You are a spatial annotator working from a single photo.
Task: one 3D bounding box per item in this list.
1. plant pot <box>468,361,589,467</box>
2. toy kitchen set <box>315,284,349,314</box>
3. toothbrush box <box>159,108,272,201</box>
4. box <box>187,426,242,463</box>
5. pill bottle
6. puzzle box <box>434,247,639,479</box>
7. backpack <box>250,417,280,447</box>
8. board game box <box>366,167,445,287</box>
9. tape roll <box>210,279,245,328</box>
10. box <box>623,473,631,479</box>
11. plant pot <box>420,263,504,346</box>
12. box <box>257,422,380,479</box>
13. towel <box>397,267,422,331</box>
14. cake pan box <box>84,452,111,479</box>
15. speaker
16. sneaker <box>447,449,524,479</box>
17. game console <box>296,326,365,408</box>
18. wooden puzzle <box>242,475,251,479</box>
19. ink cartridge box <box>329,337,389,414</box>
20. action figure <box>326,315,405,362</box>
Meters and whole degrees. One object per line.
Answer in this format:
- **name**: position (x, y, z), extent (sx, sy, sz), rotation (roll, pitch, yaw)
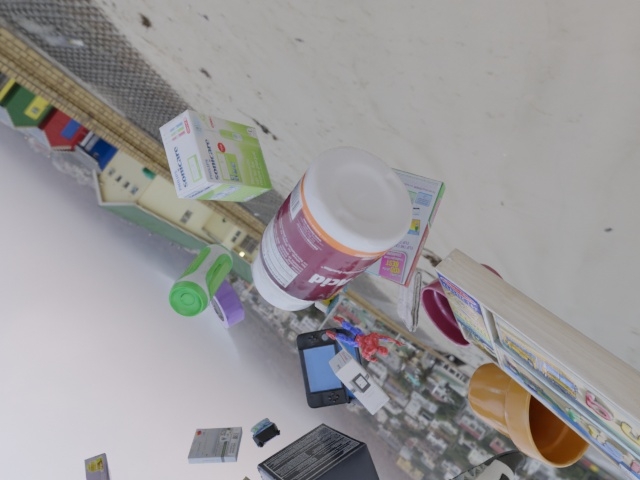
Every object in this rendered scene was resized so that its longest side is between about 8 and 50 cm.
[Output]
- **plant pot**: position (0.421, 0.332, 0.971), extent (0.205, 0.205, 0.188), rotation (37, 160, -19)
- **toy kitchen set**: position (0.073, 0.154, 1.708), extent (0.122, 0.166, 0.207), rotation (25, 137, 20)
- **toothbrush box**: position (-0.287, -0.228, 1.332), extent (0.283, 0.122, 0.206), rotation (-3, -106, -58)
- **box**: position (-0.409, 0.800, 1.833), extent (0.186, 0.038, 0.145), rotation (-3, -155, 1)
- **pill bottle**: position (0.000, 0.000, 1.010), extent (0.224, 0.224, 0.392), rotation (36, 143, -5)
- **puzzle box**: position (0.354, 0.200, 0.684), extent (0.409, 0.052, 0.272), rotation (42, 171, 43)
- **backpack**: position (-0.221, 0.751, 1.839), extent (0.084, 0.105, 0.114), rotation (56, 161, 12)
- **board game box**: position (0.198, -0.051, 1.384), extent (0.242, 0.316, 0.064), rotation (21, 179, 23)
- **tape roll**: position (-0.390, 0.257, 1.911), extent (0.189, 0.080, 0.189), rotation (42, 148, 34)
- **box**: position (0.677, 0.484, 0.926), extent (0.137, 0.072, 0.126), rotation (50, 179, 10)
- **plant pot**: position (0.410, 0.164, 1.297), extent (0.201, 0.180, 0.201), rotation (50, 161, 24)
- **box**: position (-0.008, 0.800, 1.579), extent (0.294, 0.296, 0.182), rotation (-14, 97, 61)
- **towel**: position (0.379, 0.232, 2.011), extent (0.049, 0.282, 0.187), rotation (-1, -164, -9)
- **cake pan box**: position (-0.638, 0.814, 1.390), extent (0.070, 0.266, 0.245), rotation (-9, -140, -24)
- **speaker**: position (-0.377, 0.120, 1.504), extent (0.131, 0.131, 0.296), rotation (36, -156, -9)
- **sneaker**: position (0.490, 0.714, 1.341), extent (0.331, 0.122, 0.146), rotation (-9, -130, -31)
- **game console**: position (0.039, 0.480, 1.747), extent (0.173, 0.250, 0.293), rotation (40, -141, -79)
- **wooden puzzle**: position (-0.189, 0.634, 1.191), extent (0.083, 0.049, 0.006), rotation (49, 156, -18)
- **ink cartridge box**: position (0.083, 0.339, 1.183), extent (0.180, 0.060, 0.104), rotation (49, 175, -7)
- **action figure**: position (0.144, 0.314, 1.436), extent (0.139, 0.091, 0.280), rotation (29, 172, -24)
